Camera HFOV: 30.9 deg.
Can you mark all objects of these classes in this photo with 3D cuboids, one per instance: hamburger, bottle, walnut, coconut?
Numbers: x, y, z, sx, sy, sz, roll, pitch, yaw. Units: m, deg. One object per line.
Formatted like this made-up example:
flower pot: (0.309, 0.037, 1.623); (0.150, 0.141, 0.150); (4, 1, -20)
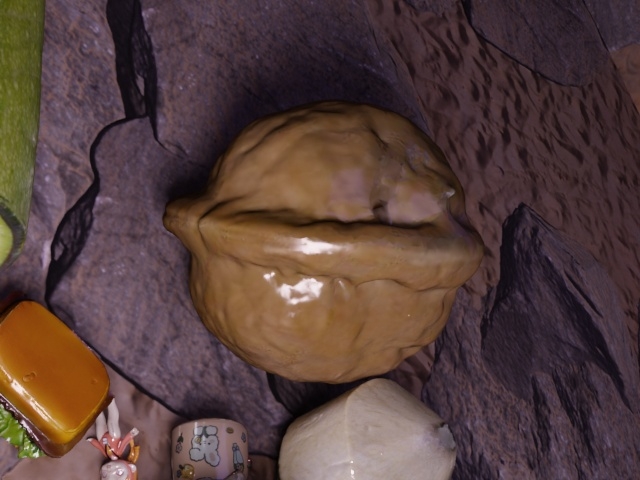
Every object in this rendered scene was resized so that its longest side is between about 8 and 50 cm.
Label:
hamburger: (-0.304, 0.144, 1.192); (0.166, 0.087, 0.137); (52, 40, -11)
bottle: (-0.123, 0.284, 1.308); (0.099, 0.099, 0.152); (22, 53, -39)
walnut: (0.009, 0.008, 1.446); (0.383, 0.383, 0.384); (26, 50, -37)
coconut: (0.066, 0.277, 1.422); (0.202, 0.222, 0.202); (33, 42, -35)

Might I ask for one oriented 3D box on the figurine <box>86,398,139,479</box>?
figurine: (-0.224, 0.223, 1.262); (0.047, 0.064, 0.109); (0, 77, -71)

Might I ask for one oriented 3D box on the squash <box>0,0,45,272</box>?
squash: (-0.404, -0.167, 1.128); (0.263, 0.263, 0.385); (22, 52, -39)
